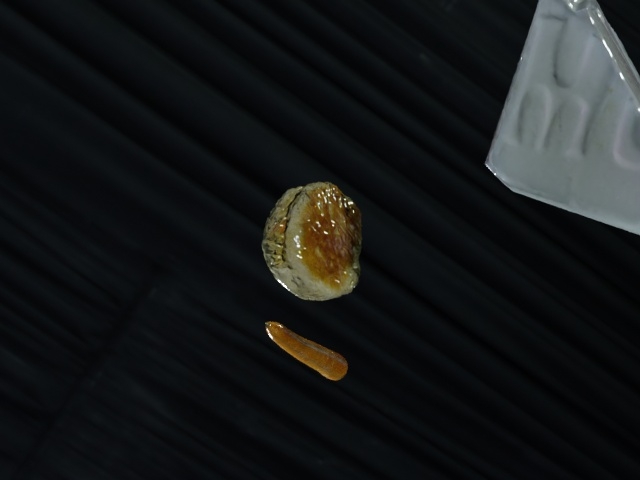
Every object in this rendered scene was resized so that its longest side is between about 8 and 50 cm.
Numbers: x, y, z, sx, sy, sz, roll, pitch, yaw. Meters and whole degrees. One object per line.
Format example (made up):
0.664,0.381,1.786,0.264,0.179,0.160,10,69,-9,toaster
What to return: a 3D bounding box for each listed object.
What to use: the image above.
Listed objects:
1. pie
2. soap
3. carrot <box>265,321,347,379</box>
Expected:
0.000,0.000,1.685,0.079,0.163,0.193,-25,-145,41,pie
0.357,-0.152,1.353,0.159,0.302,0.258,-32,141,-68,soap
-0.023,0.147,1.583,0.037,0.190,0.037,-16,-120,30,carrot
